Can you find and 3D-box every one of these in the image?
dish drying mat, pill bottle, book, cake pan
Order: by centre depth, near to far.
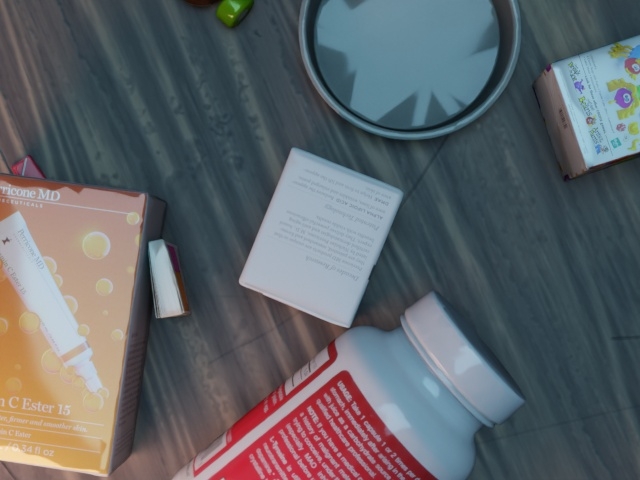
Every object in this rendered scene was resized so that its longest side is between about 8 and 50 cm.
[{"bbox_3d":[0.035,0.253,1.425,0.407,0.229,0.229,-40,87,8],"label":"pill bottle"},{"bbox_3d":[-0.190,0.050,1.510,0.035,0.144,0.096,-11,86,0],"label":"book"},{"bbox_3d":[0.117,-0.275,1.575,0.293,0.054,0.293,0,86,0],"label":"cake pan"},{"bbox_3d":[-0.379,-0.072,1.586,0.032,0.008,0.083,-35,87,-3],"label":"dish drying mat"}]

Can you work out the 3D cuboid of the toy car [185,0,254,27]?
[{"bbox_3d":[-0.137,-0.383,1.515,0.155,0.188,0.149,40,87,2],"label":"toy car"}]

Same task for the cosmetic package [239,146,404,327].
[{"bbox_3d":[0.000,0.000,1.510,0.151,0.151,0.184,22,88,1],"label":"cosmetic package"}]

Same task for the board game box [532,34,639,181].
[{"bbox_3d":[0.435,-0.190,1.525,0.275,0.142,0.144,-17,86,-1],"label":"board game box"}]

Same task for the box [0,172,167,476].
[{"bbox_3d":[-0.331,0.100,1.491,0.215,0.168,0.345,7,88,0],"label":"box"}]
